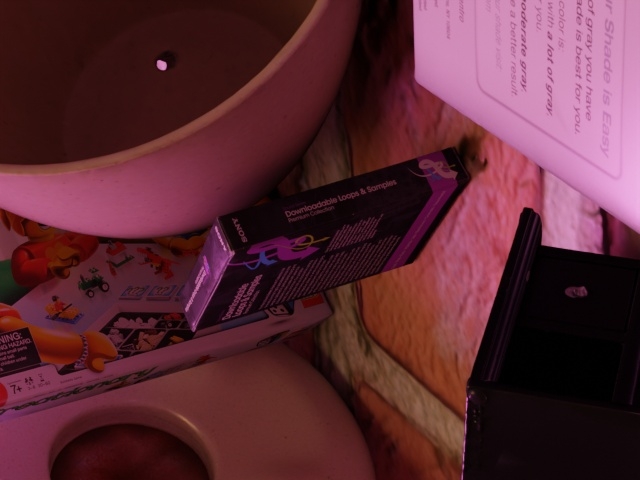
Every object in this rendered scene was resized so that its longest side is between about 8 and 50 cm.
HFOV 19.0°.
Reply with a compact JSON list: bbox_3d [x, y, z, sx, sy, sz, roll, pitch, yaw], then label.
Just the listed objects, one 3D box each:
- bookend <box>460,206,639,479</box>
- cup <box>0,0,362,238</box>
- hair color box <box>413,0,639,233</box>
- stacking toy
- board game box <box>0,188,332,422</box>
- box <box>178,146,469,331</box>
[{"bbox_3d":[0.162,0.066,0.964,0.157,0.156,0.072,10,127,12],"label":"bookend"},{"bbox_3d":[-0.116,-0.131,1.196,0.331,0.331,0.237,57,175,29],"label":"cup"},{"bbox_3d":[0.181,-0.094,0.789,0.374,0.114,0.185,41,142,49],"label":"hair color box"},{"bbox_3d":[-0.158,0.310,1.461,0.350,0.351,0.479,51,145,37],"label":"stacking toy"},{"bbox_3d":[-0.152,0.005,1.320,0.053,0.305,0.193,-37,73,46],"label":"board game box"},{"bbox_3d":[0.000,0.000,1.170,0.029,0.162,0.116,63,154,18],"label":"box"}]
